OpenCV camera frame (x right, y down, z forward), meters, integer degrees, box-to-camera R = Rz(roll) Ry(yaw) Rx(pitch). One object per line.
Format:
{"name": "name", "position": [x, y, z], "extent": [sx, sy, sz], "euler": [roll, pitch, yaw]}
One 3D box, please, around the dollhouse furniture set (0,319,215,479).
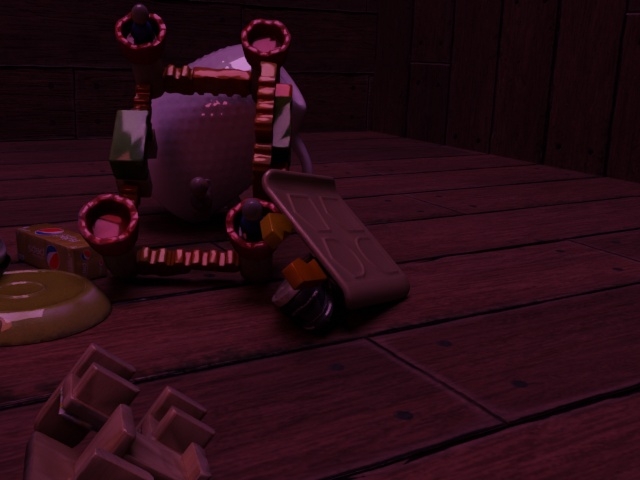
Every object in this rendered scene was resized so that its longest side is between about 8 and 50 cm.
{"name": "dollhouse furniture set", "position": [-0.193, 0.174, 0.492], "extent": [0.242, 0.161, 0.212], "euler": [37, 1, -24]}

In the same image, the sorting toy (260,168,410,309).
{"name": "sorting toy", "position": [0.000, 0.000, 1.038], "extent": [0.229, 0.041, 0.307], "euler": [56, 24, 17]}

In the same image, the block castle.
{"name": "block castle", "position": [-0.196, -0.164, 1.180], "extent": [0.302, 0.453, 0.213], "euler": [2, -30, -3]}

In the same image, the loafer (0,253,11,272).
{"name": "loafer", "position": [-0.519, 0.038, 1.123], "extent": [0.050, 0.056, 0.148], "euler": [-5, 15, -2]}

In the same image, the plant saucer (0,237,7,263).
{"name": "plant saucer", "position": [-0.613, -0.087, 1.002], "extent": [0.400, 0.101, 0.400], "euler": [26, 3, -1]}

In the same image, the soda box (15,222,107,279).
{"name": "soda box", "position": [-0.427, 0.018, 1.209], "extent": [0.181, 0.058, 0.061], "euler": [15, 20, 39]}

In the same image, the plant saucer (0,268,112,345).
{"name": "plant saucer", "position": [-0.411, 0.082, 1.008], "extent": [0.240, 0.037, 0.241], "euler": [3, 14, -1]}

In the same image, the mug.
{"name": "mug", "position": [-0.176, -0.202, 1.524], "extent": [0.328, 0.374, 0.276], "euler": [-35, 13, 15]}

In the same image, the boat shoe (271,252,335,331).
{"name": "boat shoe", "position": [-0.019, 0.075, 1.059], "extent": [0.079, 0.084, 0.233], "euler": [40, 6, -5]}
